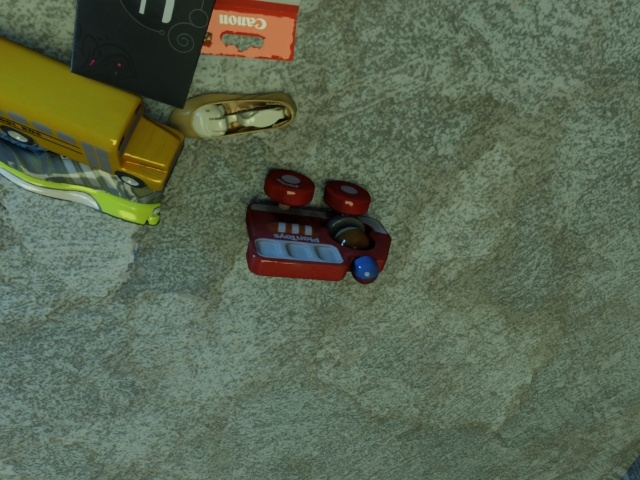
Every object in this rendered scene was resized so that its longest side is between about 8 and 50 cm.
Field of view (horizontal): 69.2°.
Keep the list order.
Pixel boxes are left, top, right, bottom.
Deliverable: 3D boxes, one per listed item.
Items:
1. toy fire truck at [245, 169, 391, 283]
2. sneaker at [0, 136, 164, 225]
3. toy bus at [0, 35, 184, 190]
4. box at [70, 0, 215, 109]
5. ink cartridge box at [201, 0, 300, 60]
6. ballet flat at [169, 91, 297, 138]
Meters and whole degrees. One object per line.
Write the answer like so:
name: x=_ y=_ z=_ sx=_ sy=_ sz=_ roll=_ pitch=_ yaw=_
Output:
toy fire truck: x=0.000 y=0.000 z=0.901 sx=0.302 sy=0.254 sz=0.169 roll=8 pitch=120 yaw=-19
sneaker: x=-0.417 y=-0.129 z=0.818 sx=0.299 sy=0.111 sz=0.121 roll=19 pitch=99 yaw=-26
toy bus: x=-0.386 y=-0.196 z=0.715 sx=0.332 sy=0.108 sz=0.130 roll=22 pitch=160 yaw=-12
box: x=-0.231 y=-0.350 z=0.643 sx=0.165 sy=0.143 sz=0.270 roll=14 pitch=135 yaw=-21
ink cartridge box: x=-0.117 y=-0.408 z=0.733 sx=0.189 sy=0.066 sz=0.232 roll=-1 pitch=118 yaw=-14
ballet flat: x=-0.155 y=-0.223 z=0.828 sx=0.232 sy=0.073 sz=0.080 roll=-12 pitch=124 yaw=-6
